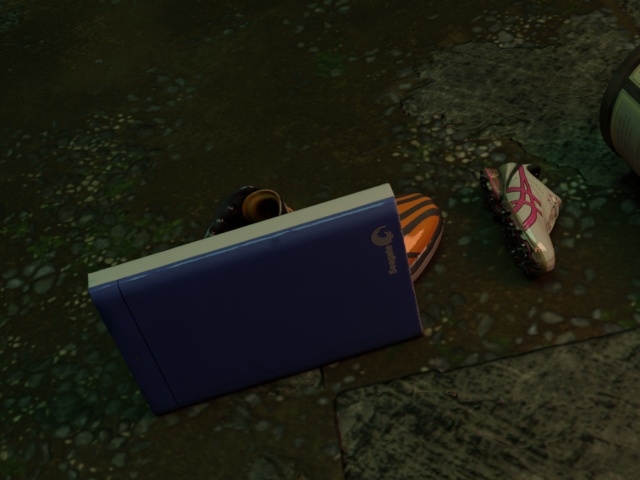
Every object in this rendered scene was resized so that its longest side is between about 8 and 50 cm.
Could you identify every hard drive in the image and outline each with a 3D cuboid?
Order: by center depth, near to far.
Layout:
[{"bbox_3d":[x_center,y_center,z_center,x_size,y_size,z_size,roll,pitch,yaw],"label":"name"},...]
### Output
[{"bbox_3d":[-0.059,0.071,1.036,0.319,0.210,0.040,-17,42,-1],"label":"hard drive"}]

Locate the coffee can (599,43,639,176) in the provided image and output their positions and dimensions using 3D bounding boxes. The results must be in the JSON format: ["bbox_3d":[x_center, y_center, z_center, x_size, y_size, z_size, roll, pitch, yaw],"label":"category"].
[{"bbox_3d":[0.466,-0.095,1.060,0.202,0.201,0.275,-20,44,-5],"label":"coffee can"}]

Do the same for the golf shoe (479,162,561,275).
[{"bbox_3d":[0.253,-0.035,1.158,0.086,0.067,0.186,-14,43,0],"label":"golf shoe"}]

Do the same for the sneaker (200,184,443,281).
[{"bbox_3d":[0.000,0.000,1.114,0.321,0.180,0.124,-31,45,-15],"label":"sneaker"}]
